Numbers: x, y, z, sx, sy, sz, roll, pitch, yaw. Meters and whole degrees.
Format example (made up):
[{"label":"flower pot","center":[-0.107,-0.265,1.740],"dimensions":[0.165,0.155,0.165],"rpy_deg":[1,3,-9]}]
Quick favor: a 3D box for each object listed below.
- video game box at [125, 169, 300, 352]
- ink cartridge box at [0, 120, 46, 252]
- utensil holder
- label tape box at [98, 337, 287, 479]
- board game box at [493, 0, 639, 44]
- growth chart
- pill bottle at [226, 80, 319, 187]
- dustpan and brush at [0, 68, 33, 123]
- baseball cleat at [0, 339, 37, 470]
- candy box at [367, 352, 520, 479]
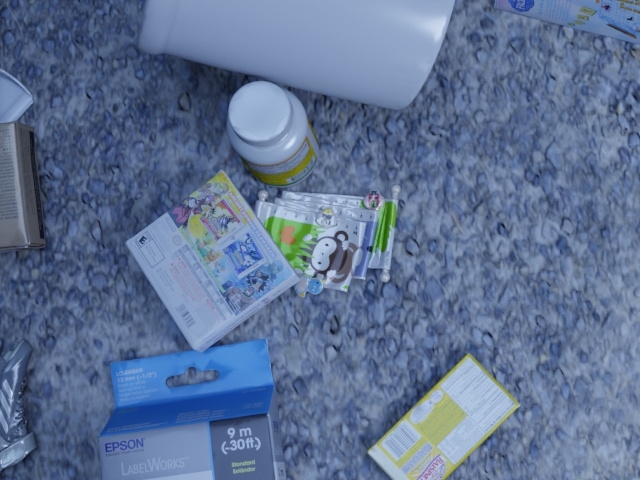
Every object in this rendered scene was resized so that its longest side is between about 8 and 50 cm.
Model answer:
[{"label":"video game box","center":[-0.161,0.030,1.715],"dimensions":[0.187,0.048,0.205],"rpy_deg":[-37,71,5]},{"label":"ink cartridge box","center":[-0.550,-0.070,1.762],"dimensions":[0.234,0.088,0.193],"rpy_deg":[-6,88,5]},{"label":"utensil holder","center":[-0.031,-0.375,1.603],"dimensions":[0.385,0.327,0.328],"rpy_deg":[13,80,-11]},{"label":"label tape box","center":[-0.179,0.323,1.639],"dimensions":[0.249,0.115,0.348],"rpy_deg":[-9,79,5]},{"label":"board game box","center":[0.405,-0.374,1.600],"dimensions":[0.317,0.319,0.066],"rpy_deg":[16,80,9]},{"label":"growth chart","center":[0.000,0.000,1.728],"dimensions":[0.237,0.021,0.172],"rpy_deg":[0,78,9]},{"label":"pill bottle","center":[-0.071,-0.155,1.670],"dimensions":[0.117,0.208,0.118],"rpy_deg":[-1,79,7]},{"label":"dustpan and brush","center":[-0.579,-0.245,1.827],"dimensions":[0.211,0.060,0.147],"rpy_deg":[41,86,12]},{"label":"baseball cleat","center":[-0.456,0.254,1.719],"dimensions":[0.109,0.072,0.206],"rpy_deg":[27,88,-3]},{"label":"candy box","center":[0.175,0.268,1.649],"dimensions":[0.206,0.027,0.105],"rpy_deg":[-43,80,-2]}]
